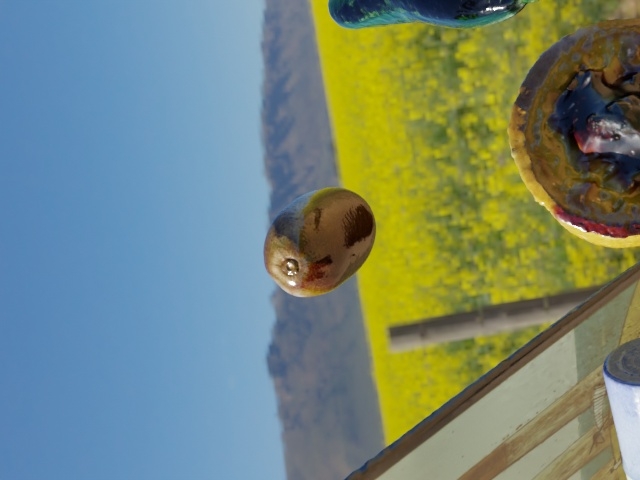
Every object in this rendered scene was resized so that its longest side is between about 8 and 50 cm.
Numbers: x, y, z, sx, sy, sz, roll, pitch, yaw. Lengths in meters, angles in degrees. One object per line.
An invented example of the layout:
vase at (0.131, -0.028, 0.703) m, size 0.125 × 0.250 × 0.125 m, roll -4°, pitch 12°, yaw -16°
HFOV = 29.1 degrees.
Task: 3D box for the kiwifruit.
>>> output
kiwifruit at (0.000, 0.000, 0.960) m, size 0.124 × 0.075 × 0.075 m, roll -36°, pitch -58°, yaw -55°

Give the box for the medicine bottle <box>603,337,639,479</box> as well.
medicine bottle at (0.213, 0.166, 0.708) m, size 0.059 × 0.059 × 0.231 m, roll -92°, pitch -15°, yaw -69°

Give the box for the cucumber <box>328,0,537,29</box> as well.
cucumber at (0.070, -0.181, 0.907) m, size 0.284 × 0.056 × 0.056 m, roll -161°, pitch 59°, yaw -65°

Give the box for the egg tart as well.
egg tart at (0.287, -0.090, 1.159) m, size 0.171 × 0.215 × 0.215 m, roll 53°, pitch -152°, yaw -70°

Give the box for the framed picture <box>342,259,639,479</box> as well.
framed picture at (0.141, 0.151, 0.798) m, size 0.013 × 0.323 × 0.244 m, roll 34°, pitch 148°, yaw 41°
